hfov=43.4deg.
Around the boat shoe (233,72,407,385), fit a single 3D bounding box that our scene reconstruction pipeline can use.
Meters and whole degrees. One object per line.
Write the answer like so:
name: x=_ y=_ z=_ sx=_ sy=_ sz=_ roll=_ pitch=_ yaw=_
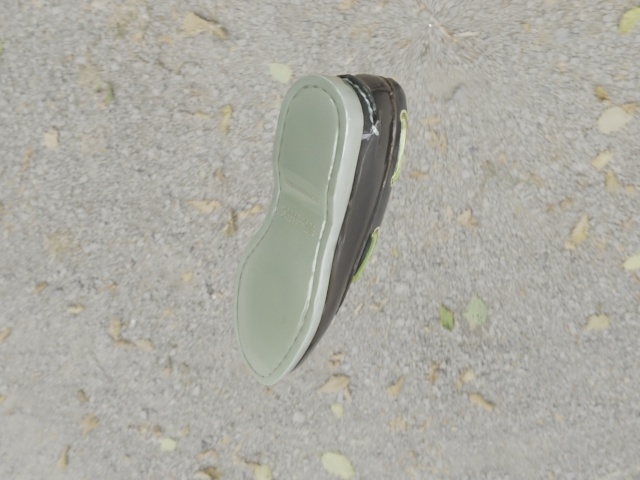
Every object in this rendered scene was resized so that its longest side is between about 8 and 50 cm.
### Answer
boat shoe: x=0.000 y=0.000 z=0.530 sx=0.081 sy=0.068 sz=0.228 roll=41 pitch=128 yaw=33
